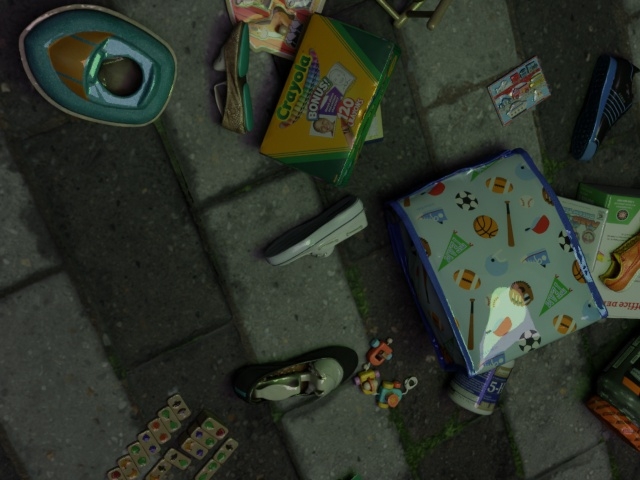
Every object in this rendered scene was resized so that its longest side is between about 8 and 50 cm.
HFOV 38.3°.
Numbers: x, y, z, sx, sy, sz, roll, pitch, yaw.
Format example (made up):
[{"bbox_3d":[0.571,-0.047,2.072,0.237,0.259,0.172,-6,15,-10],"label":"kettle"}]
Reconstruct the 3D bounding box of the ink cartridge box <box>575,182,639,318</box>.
[{"bbox_3d":[0.661,0.025,2.072,0.201,0.117,0.278,4,105,-22],"label":"ink cartridge box"}]

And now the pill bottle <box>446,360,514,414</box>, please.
[{"bbox_3d":[0.365,0.280,2.045,0.112,0.112,0.187,18,100,-25],"label":"pill bottle"}]

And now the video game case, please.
[{"bbox_3d":[0.531,-0.019,2.000,0.019,0.157,0.143,-15,119,-60],"label":"video game case"}]

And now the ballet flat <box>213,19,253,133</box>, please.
[{"bbox_3d":[-0.162,-0.295,1.674,0.067,0.073,0.206,3,106,11],"label":"ballet flat"}]

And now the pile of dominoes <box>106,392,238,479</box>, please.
[{"bbox_3d":[-0.300,0.455,1.882,0.196,0.040,0.251,41,89,-27],"label":"pile of dominoes"}]

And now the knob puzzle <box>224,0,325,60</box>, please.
[{"bbox_3d":[-0.086,-0.434,1.677,0.213,0.030,0.213,-7,110,-19],"label":"knob puzzle"}]

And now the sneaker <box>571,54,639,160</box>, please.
[{"bbox_3d":[0.615,-0.276,1.975,0.090,0.081,0.232,13,101,-17],"label":"sneaker"}]

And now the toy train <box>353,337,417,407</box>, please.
[{"bbox_3d":[0.145,0.296,2.000,0.125,0.046,0.166,-42,117,-3],"label":"toy train"}]

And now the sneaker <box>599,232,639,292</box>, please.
[{"bbox_3d":[0.668,0.030,1.977,0.067,0.064,0.175,33,91,-16],"label":"sneaker"}]

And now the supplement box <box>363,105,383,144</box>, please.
[{"bbox_3d":[0.071,-0.231,1.790,0.083,0.056,0.083,-14,112,-17],"label":"supplement box"}]

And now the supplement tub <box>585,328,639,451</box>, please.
[{"bbox_3d":[0.799,0.318,2.174,0.338,0.207,0.207,-48,117,-1],"label":"supplement tub"}]

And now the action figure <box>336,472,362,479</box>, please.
[{"bbox_3d":[0.085,0.642,2.081,0.137,0.063,0.232,-36,113,-9],"label":"action figure"}]

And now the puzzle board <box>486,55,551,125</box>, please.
[{"bbox_3d":[0.417,-0.311,1.925,0.128,0.011,0.096,-33,116,-8],"label":"puzzle board"}]

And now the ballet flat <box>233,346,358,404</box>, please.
[{"bbox_3d":[-0.039,0.291,1.898,0.280,0.096,0.095,-11,111,-18],"label":"ballet flat"}]

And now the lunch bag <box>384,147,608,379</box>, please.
[{"bbox_3d":[0.340,0.037,1.881,0.327,0.239,0.386,-23,91,-11],"label":"lunch bag"}]

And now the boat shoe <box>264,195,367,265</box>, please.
[{"bbox_3d":[0.000,0.000,1.823,0.226,0.083,0.076,-31,115,-10],"label":"boat shoe"}]

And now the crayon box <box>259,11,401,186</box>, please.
[{"bbox_3d":[0.018,-0.258,1.702,0.165,0.081,0.279,24,99,13],"label":"crayon box"}]

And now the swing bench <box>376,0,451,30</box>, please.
[{"bbox_3d":[0.166,-0.559,1.663,0.253,0.165,0.255,40,87,-27],"label":"swing bench"}]

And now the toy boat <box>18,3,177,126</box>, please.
[{"bbox_3d":[-0.351,-0.351,1.534,0.267,0.148,0.318,13,102,-24],"label":"toy boat"}]
